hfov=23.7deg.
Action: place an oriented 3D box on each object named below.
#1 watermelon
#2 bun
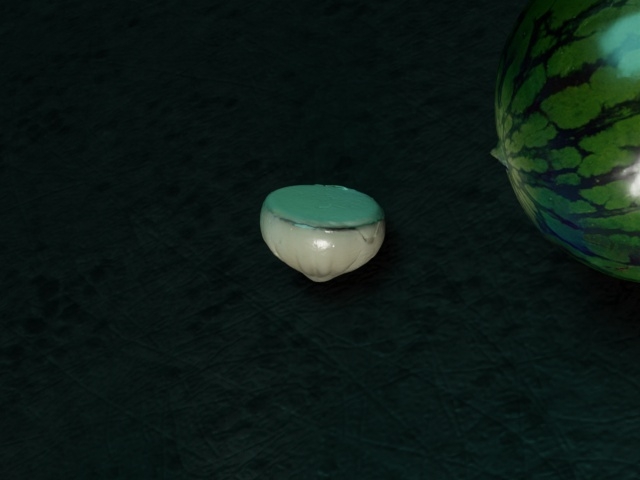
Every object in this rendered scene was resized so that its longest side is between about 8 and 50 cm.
[{"bbox_3d":[0.330,-0.128,1.397,0.363,0.363,0.363,-17,44,17],"label":"watermelon"},{"bbox_3d":[0.000,0.000,1.650,0.138,0.094,0.138,6,24,-3],"label":"bun"}]
